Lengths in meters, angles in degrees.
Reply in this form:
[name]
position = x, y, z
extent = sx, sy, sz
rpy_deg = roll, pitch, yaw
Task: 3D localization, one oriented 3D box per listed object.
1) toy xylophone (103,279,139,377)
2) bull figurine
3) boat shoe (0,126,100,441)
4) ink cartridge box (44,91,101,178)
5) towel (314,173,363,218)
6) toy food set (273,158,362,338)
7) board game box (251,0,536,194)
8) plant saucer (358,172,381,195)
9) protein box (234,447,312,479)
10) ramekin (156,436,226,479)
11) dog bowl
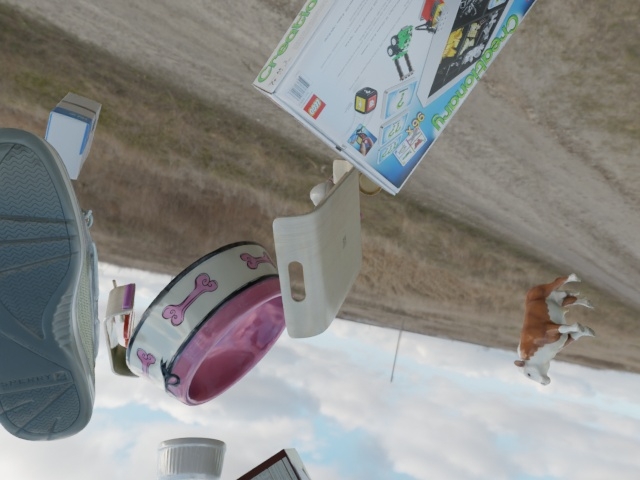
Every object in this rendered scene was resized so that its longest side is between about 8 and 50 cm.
[toy xylophone]
position = -0.593, 0.256, 1.389
extent = 0.081, 0.236, 0.322
rpy_deg = -1, 135, -16
[bull figurine]
position = 0.602, 0.222, 1.195
extent = 0.101, 0.310, 0.188
rpy_deg = 41, 135, -18
[boat shoe]
position = -0.281, 0.047, 0.458
extent = 0.118, 0.320, 0.103
rpy_deg = -5, -157, -13
[ink cartridge box]
position = -0.579, -0.248, 1.065
extent = 0.082, 0.139, 0.190
rpy_deg = 16, -156, -23
[towel]
position = 0.080, -0.134, 1.908
extent = 0.037, 0.237, 0.329
rpy_deg = -27, -166, 25
[toy food set]
position = 0.000, 0.000, 0.822
extent = 0.093, 0.219, 0.306
rpy_deg = 5, -152, 19
[board game box]
position = 0.097, -0.218, 0.448
extent = 0.193, 0.305, 0.053
rpy_deg = 31, -173, -40
[plant saucer]
position = 0.152, -0.181, 1.410
extent = 0.084, 0.083, 0.015
rpy_deg = 11, -168, 5
[protein box]
position = -0.143, 0.724, 1.335
extent = 0.201, 0.135, 0.199
rpy_deg = -31, 156, -7
[ramekin]
position = -0.390, 0.672, 1.374
extent = 0.207, 0.108, 0.207
rpy_deg = -2, 144, -2
[dog bowl]
position = -0.225, 0.205, 1.063
extent = 0.150, 0.408, 0.408
rpy_deg = 39, -178, 21
